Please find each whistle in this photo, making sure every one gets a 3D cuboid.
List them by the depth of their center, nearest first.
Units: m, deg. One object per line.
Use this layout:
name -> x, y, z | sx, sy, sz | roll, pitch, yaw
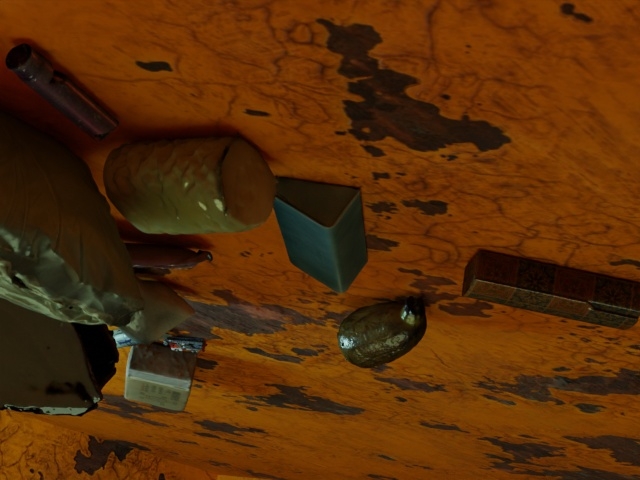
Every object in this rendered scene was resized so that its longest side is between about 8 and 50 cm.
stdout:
whistle -> -0.261, -0.147, 1.209 | 0.033, 0.033, 0.176 | 3, 161, 23

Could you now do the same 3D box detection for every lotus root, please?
lotus root -> 0.102, 0.136, 1.781 | 0.108, 0.095, 0.190 | -19, 177, -36

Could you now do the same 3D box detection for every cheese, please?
cheese -> -0.145, -0.059, 1.312 | 0.167, 0.094, 0.123 | 0, 154, 33

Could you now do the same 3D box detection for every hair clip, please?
hair clip -> -0.332, 0.029, 1.654 | 0.358, 0.096, 0.110 | -7, 156, -16

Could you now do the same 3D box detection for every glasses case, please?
glasses case -> 0.000, 0.000, 1.474 | 0.105, 0.056, 0.266 | 8, 162, 7
glasses case -> 0.294, 0.066, 1.508 | 0.218, 0.049, 0.075 | 12, 163, -3

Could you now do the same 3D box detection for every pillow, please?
pillow -> -0.349, -0.052, 1.272 | 0.310, 0.138, 0.283 | 29, -160, -39

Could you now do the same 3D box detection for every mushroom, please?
mushroom -> -0.298, 0.093, 1.899 | 0.116, 0.093, 0.225 | -28, 138, 16

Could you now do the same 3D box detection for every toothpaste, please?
toothpaste -> -0.379, 0.190, 2.324 | 0.060, 0.038, 0.233 | 21, 157, -40

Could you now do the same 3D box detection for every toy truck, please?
toy truck -> -0.262, 0.200, 2.297 | 0.083, 0.024, 0.032 | 2, 138, 20

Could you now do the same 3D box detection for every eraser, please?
eraser -> -0.344, 0.291, 2.541 | 0.144, 0.078, 0.343 | 13, 161, -6

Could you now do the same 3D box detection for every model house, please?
model house -> -0.454, 0.100, 1.839 | 0.317, 0.297, 0.282 | 0, -171, 6
